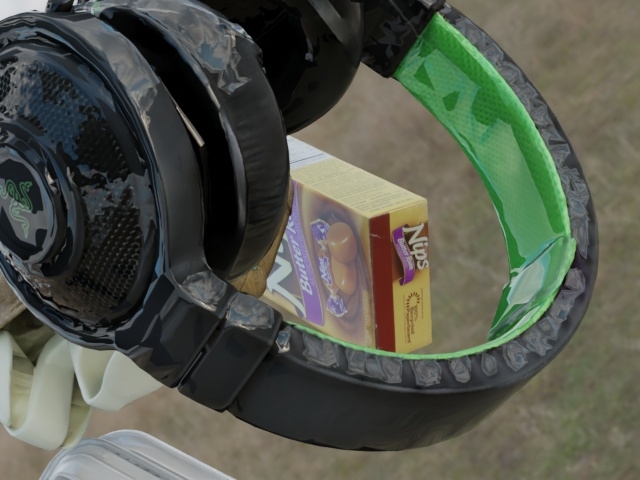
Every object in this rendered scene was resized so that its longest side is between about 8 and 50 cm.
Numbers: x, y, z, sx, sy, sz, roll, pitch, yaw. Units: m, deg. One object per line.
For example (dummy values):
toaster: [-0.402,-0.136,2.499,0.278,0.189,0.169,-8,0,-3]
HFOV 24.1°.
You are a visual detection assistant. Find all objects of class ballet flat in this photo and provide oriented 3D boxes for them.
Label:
ballet flat: [-0.140,0.055,0.917,0.342,0.116,0.124,-30,47,38]

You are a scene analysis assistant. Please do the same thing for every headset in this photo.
headset: [-0.052,-0.085,0.595,0.185,0.394,0.243,-55,7,44]

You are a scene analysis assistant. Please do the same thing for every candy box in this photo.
candy box: [0.000,0.000,1.038,0.053,0.109,0.187,-18,27,-29]

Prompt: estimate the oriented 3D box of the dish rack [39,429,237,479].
dish rack: [-0.104,0.280,0.905,0.333,0.072,0.285,21,81,36]
